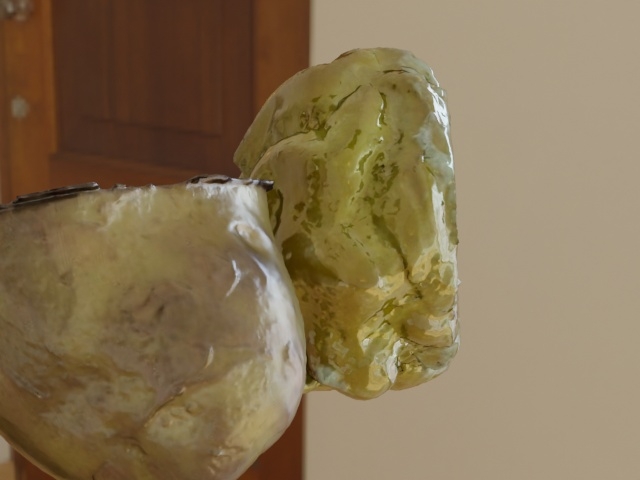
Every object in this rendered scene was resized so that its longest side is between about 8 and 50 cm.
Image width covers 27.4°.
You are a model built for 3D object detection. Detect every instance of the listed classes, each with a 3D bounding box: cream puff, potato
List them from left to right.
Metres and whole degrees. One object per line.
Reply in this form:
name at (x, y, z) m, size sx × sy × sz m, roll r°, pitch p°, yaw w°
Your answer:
potato at (-0.156, 0.089, 1.011) m, size 0.301 × 0.237 × 0.289 m, roll -6°, pitch -6°, yaw -43°
cream puff at (0.000, 0.000, 1.291) m, size 0.276 × 0.378 × 0.378 m, roll -1°, pitch 14°, yaw 4°
